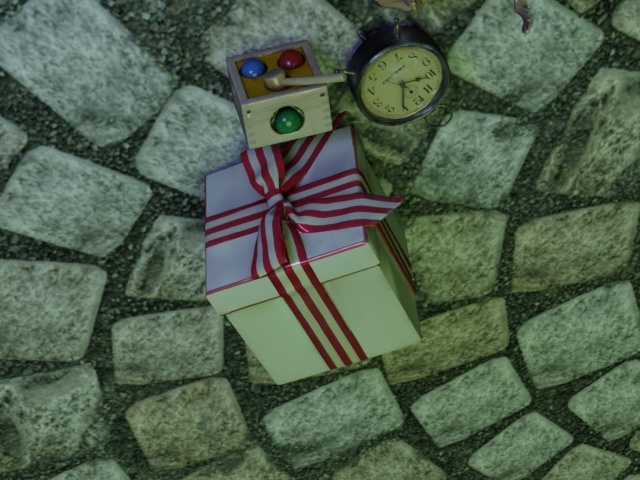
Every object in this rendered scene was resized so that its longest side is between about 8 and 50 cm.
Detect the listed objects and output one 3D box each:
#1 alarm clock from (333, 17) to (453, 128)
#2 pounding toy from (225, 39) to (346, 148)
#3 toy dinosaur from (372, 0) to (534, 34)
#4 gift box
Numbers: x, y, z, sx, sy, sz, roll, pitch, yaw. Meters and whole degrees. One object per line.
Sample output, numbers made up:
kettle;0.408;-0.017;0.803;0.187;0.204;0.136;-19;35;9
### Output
alarm clock;0.113;-0.208;1.628;0.129;0.064;0.192;-38;128;16
pounding toy;-0.042;-0.189;1.543;0.130;0.141;0.100;-14;132;-6
toy dinosaur;0.184;-0.378;1.471;0.200;0.127;0.296;17;115;-12
gift box;0.000;0.000;1.652;0.276;0.255;0.258;-23;135;10
